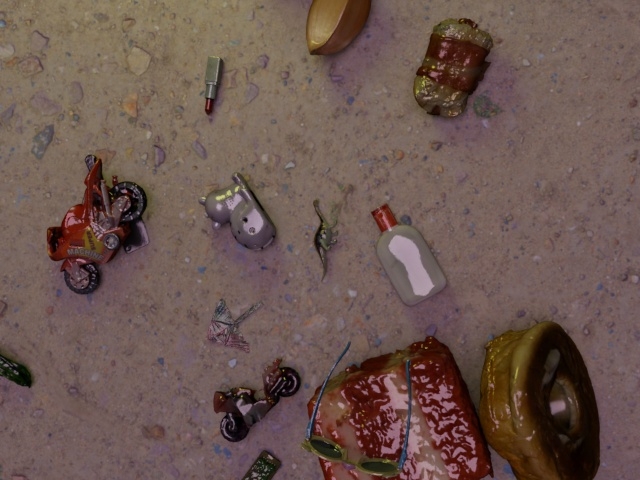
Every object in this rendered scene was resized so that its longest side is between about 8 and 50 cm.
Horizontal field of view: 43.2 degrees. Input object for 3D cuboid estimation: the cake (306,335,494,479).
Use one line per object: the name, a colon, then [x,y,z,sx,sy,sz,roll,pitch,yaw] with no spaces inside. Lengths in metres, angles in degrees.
cake: [0.151,0.368,1.619,0.320,0.269,0.270,-21,87,8]

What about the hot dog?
hot dog: [0.274,-0.364,1.705,0.146,0.103,0.213,24,102,-13]

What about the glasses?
glasses: [0.084,0.313,1.480,0.190,0.088,0.220,14,73,17]

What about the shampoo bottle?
shampoo bottle: [0.177,0.025,1.731,0.108,0.051,0.221,-29,86,9]

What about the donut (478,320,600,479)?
donut: [0.425,0.331,1.588,0.160,0.330,0.330,-18,86,35]

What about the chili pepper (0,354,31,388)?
chili pepper: [-0.808,0.307,1.861,0.279,0.065,0.122,-12,84,4]

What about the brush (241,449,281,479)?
brush: [-0.187,0.590,1.780,0.054,0.048,0.282,36,95,10]

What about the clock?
clock: [-0.181,-0.048,1.770,0.117,0.080,0.176,-34,84,6]

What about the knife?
knife: [-0.463,-0.093,1.844,0.072,0.019,0.245,-26,89,5]

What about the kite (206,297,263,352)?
kite: [-0.188,0.187,1.804,0.152,0.005,0.137,-28,88,7]

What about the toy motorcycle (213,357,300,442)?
toy motorcycle: [-0.148,0.337,1.759,0.212,0.084,0.118,-41,83,-2]

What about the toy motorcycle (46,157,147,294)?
toy motorcycle: [-0.512,-0.023,1.803,0.171,0.089,0.298,36,103,4]

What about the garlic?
garlic: [0.039,-0.480,1.734,0.115,0.128,0.206,21,97,-36]

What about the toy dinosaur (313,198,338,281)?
toy dinosaur: [0.013,-0.002,1.765,0.058,0.037,0.180,-5,81,31]

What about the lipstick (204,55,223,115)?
lipstick: [-0.243,-0.344,1.808,0.030,0.030,0.129,7,90,8]
